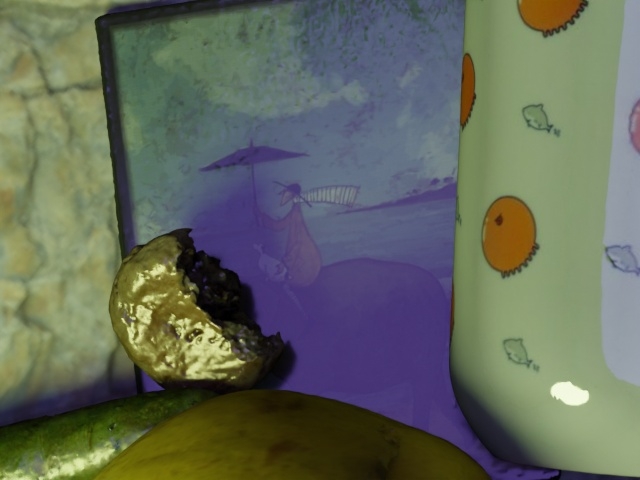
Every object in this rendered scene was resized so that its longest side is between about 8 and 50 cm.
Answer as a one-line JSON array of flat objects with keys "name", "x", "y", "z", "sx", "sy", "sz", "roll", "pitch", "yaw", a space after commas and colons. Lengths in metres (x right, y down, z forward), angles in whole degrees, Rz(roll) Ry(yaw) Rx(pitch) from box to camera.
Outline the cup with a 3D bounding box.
[{"name": "cup", "x": 0.179, "y": -0.029, "z": 1.015, "sx": 0.212, "sy": 0.212, "sz": 0.317, "roll": 4, "pitch": 88, "yaw": 7}]

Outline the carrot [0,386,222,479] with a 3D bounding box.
[{"name": "carrot", "x": -0.219, "y": 0.154, "z": 1.093, "sx": 0.358, "sy": 0.074, "sz": 0.074, "roll": -20, "pitch": 79, "yaw": 9}]

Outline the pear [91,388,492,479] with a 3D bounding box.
[{"name": "pear", "x": -0.036, "y": 0.240, "z": 0.981, "sx": 0.285, "sy": 0.285, "sz": 0.336, "roll": 41, "pitch": 102, "yaw": 10}]

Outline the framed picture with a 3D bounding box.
[{"name": "framed picture", "x": 0.000, "y": 0.000, "z": 1.139, "sx": 0.265, "sy": 0.016, "sz": 0.347, "roll": -8, "pitch": 80, "yaw": 5}]

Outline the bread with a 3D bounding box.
[{"name": "bread", "x": -0.082, "y": 0.048, "z": 1.096, "sx": 0.082, "sy": 0.060, "sz": 0.113, "roll": -32, "pitch": 104, "yaw": 23}]
